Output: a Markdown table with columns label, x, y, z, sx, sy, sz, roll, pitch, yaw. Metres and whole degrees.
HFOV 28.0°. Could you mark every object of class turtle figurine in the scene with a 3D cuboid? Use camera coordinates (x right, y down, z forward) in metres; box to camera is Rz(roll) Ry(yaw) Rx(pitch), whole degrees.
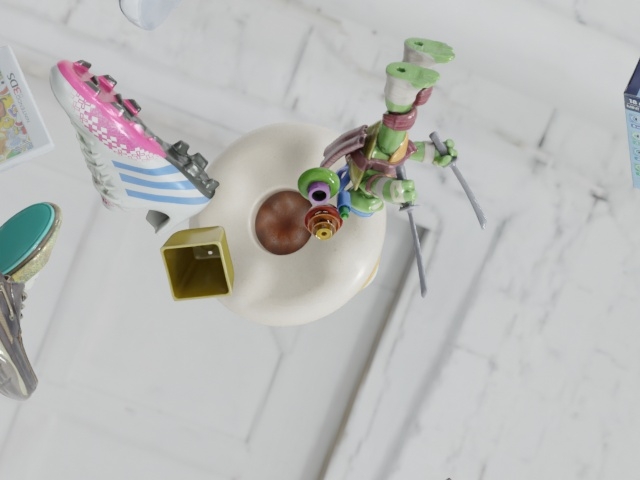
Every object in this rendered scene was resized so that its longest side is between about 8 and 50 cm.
| label | x | y | z | sx | sy | sz | roll | pitch | yaw |
| --- | --- | --- | --- | --- | --- | --- | --- | --- | --- |
| turtle figurine | 0.145 | -0.120 | 1.755 | 0.275 | 0.198 | 0.266 | 42 | -44 | 36 |

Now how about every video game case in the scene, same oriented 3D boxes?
| label | x | y | z | sx | sy | sz | roll | pitch | yaw |
| --- | --- | --- | --- | --- | --- | --- | --- | --- | --- |
| video game case | -0.581 | -0.194 | 2.119 | 0.026 | 0.227 | 0.206 | 81 | -17 | -71 |

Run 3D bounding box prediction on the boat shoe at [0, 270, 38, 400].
| label | x | y | z | sx | sy | sz | roll | pitch | yaw |
| --- | --- | --- | --- | --- | --- | --- | --- | --- | --- |
| boat shoe | -0.529 | 0.107 | 2.064 | 0.130 | 0.132 | 0.355 | -46 | 133 | -34 |

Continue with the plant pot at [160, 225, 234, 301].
| label | x | y | z | sx | sy | sz | roll | pitch | yaw |
| --- | --- | --- | --- | --- | --- | --- | --- | --- | --- |
| plant pot | -0.155 | 0.022 | 1.687 | 0.083 | 0.081 | 0.081 | -75 | 157 | -62 |

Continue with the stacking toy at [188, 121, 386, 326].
| label | x | y | z | sx | sy | sz | roll | pitch | yaw |
| --- | --- | --- | --- | --- | --- | --- | --- | --- | --- |
| stacking toy | 0.000 | 0.000 | 2.341 | 0.350 | 0.351 | 0.480 | -70 | 160 | -2 |

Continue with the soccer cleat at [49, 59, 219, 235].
| label | x | y | z | sx | sy | sz | roll | pitch | yaw |
| --- | --- | --- | --- | --- | --- | --- | --- | --- | --- |
| soccer cleat | -0.279 | -0.114 | 1.777 | 0.143 | 0.331 | 0.116 | -40 | -136 | 9 |

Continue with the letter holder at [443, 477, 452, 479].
| label | x | y | z | sx | sy | sz | roll | pitch | yaw |
| --- | --- | --- | --- | --- | --- | --- | --- | --- | --- |
| letter holder | 0.152 | 0.480 | 1.522 | 0.152 | 0.302 | 0.214 | -36 | -175 | 41 |

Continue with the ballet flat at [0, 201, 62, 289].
| label | x | y | z | sx | sy | sz | roll | pitch | yaw |
| --- | --- | --- | --- | --- | --- | --- | --- | --- | --- |
| ballet flat | -0.573 | 0.075 | 2.262 | 0.348 | 0.123 | 0.123 | -45 | -173 | -6 |

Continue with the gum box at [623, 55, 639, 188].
| label | x | y | z | sx | sy | sz | roll | pitch | yaw |
| --- | --- | --- | --- | --- | --- | --- | --- | --- | --- |
| gum box | 0.347 | -0.154 | 1.254 | 0.157 | 0.041 | 0.184 | -63 | 154 | -17 |

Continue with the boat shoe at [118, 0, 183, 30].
| label | x | y | z | sx | sy | sz | roll | pitch | yaw |
| --- | --- | --- | --- | --- | --- | --- | --- | --- | --- |
| boat shoe | -0.198 | -0.292 | 1.413 | 0.258 | 0.084 | 0.095 | -74 | -175 | -77 |

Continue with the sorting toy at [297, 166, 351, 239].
| label | x | y | z | sx | sy | sz | roll | pitch | yaw |
| --- | --- | --- | --- | --- | --- | --- | --- | --- | --- |
| sorting toy | 0.006 | -0.038 | 1.545 | 0.042 | 0.061 | 0.102 | -92 | 174 | -47 |
